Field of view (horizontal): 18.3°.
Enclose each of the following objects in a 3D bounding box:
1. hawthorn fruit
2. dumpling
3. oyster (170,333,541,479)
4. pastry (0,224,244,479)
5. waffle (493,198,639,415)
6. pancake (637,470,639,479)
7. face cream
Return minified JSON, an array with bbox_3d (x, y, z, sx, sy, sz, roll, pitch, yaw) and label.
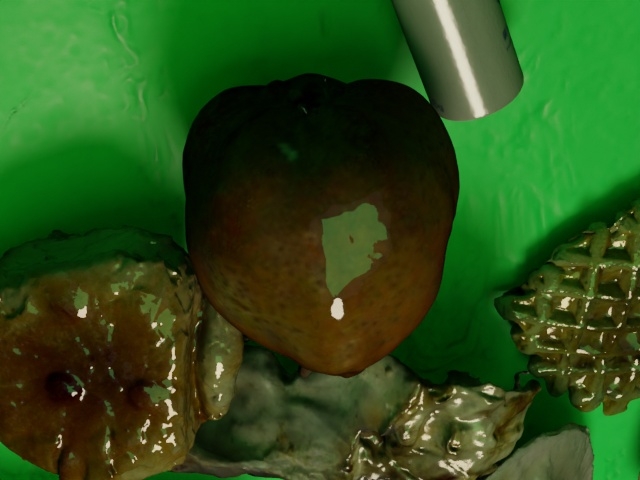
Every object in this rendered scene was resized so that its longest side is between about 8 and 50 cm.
[{"bbox_3d":[0.000,0.000,1.468,0.208,0.208,0.248,-10,121,-9],"label":"hawthorn fruit"},{"bbox_3d":[0.136,0.249,1.720,0.293,0.163,0.204,-14,106,-50],"label":"dumpling"},{"bbox_3d":[0.008,0.139,1.608,0.337,0.133,0.198,1,158,6],"label":"oyster"},{"bbox_3d":[-0.175,0.083,1.519,0.229,0.100,0.218,24,116,-1],"label":"pastry"},{"bbox_3d":[0.270,0.059,1.681,0.214,0.054,0.208,-34,130,14],"label":"waffle"},{"bbox_3d":[0.389,0.183,1.800,0.235,0.029,0.212,-28,131,-6],"label":"pancake"},{"bbox_3d":[0.079,-0.204,1.434,0.077,0.077,0.250,-24,128,1],"label":"face cream"}]
